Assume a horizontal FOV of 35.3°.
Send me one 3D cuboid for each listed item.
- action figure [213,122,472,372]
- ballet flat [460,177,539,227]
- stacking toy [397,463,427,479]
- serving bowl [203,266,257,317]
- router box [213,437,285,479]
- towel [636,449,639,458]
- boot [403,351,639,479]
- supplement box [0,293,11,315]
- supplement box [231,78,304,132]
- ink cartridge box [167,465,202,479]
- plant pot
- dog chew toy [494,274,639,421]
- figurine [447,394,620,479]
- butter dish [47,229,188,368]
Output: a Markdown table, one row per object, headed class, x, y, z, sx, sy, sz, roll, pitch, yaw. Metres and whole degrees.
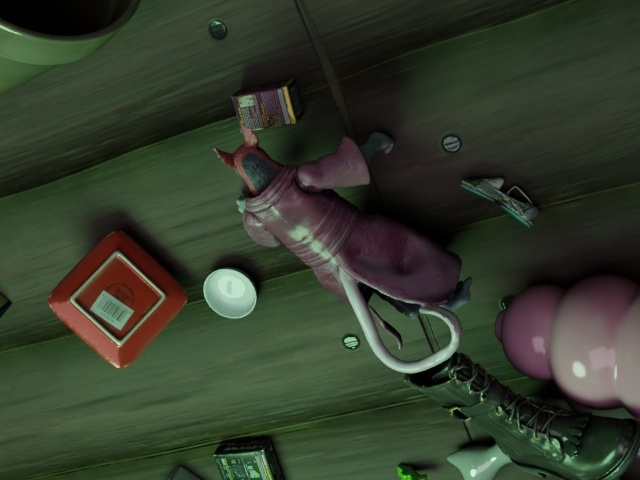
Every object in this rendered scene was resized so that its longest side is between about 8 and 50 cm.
| class | x | y | z | sx | sy | sz | roll | pitch | yaw |
| --- | --- | --- | --- | --- | --- | --- | --- | --- | --- |
| action figure | 0.000 | 0.000 | 1.324 | 0.370 | 0.275 | 0.248 | 37 | 125 | -18 |
| ballet flat | 0.243 | -0.061 | 1.347 | 0.114 | 0.041 | 0.041 | 31 | 118 | 1 |
| stacking toy | 0.203 | 0.453 | 1.534 | 0.221 | 0.052 | 0.166 | 23 | 125 | 50 |
| serving bowl | -0.133 | 0.075 | 1.520 | 0.083 | 0.027 | 0.083 | 7 | 116 | 14 |
| router box | -0.111 | 0.386 | 1.649 | 0.092 | 0.038 | 0.122 | -9 | 111 | 20 |
| towel | 0.636 | 0.277 | 1.372 | 0.312 | 0.056 | 0.324 | 39 | 117 | -3 |
| boot | 0.245 | 0.217 | 1.271 | 0.229 | 0.091 | 0.263 | 37 | 152 | -17 |
| supplement box | -0.570 | 0.112 | 1.648 | 0.083 | 0.056 | 0.083 | 43 | 118 | -6 |
| supplement box | -0.072 | -0.184 | 1.375 | 0.083 | 0.043 | 0.055 | -7 | 112 | 18 |
| ink cartridge box | -0.194 | 0.517 | 1.725 | 0.232 | 0.066 | 0.189 | 35 | 118 | 3 |
| plant pot | -0.435 | -0.321 | 1.299 | 0.323 | 0.323 | 0.280 | 48 | 134 | -8 |
| dog chew toy | 0.388 | 0.134 | 1.304 | 0.332 | 0.207 | 0.206 | 8 | 117 | 31 |
| figurine | 0.306 | 0.355 | 1.462 | 0.209 | 0.092 | 0.214 | -42 | 72 | 32 |
| butter dish | -0.311 | 0.092 | 1.538 | 0.160 | 0.118 | 0.160 | 44 | 74 | -7 |
